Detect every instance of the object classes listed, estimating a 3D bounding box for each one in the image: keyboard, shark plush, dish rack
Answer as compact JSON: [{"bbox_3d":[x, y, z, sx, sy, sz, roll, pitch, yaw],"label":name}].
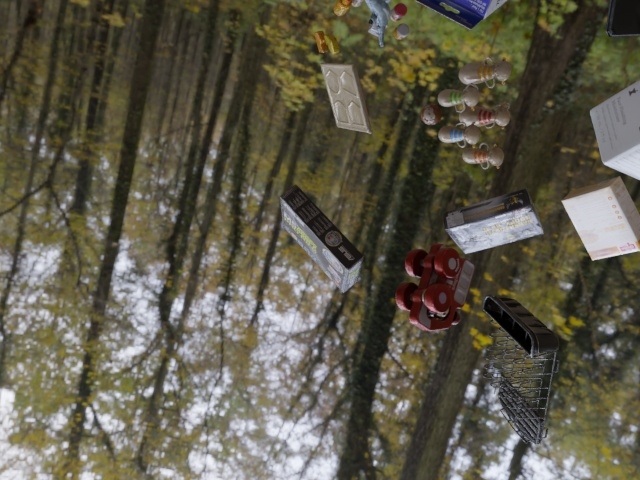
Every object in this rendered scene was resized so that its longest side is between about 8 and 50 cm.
[{"bbox_3d":[0.711,-0.592,1.346,0.202,0.316,0.033,-4,-153,-7],"label":"keyboard"},{"bbox_3d":[0.133,-0.555,1.582,0.073,0.161,0.067,31,-119,23],"label":"shark plush"},{"bbox_3d":[0.394,0.265,1.304,0.074,0.271,0.208,-2,-160,-10],"label":"dish rack"}]

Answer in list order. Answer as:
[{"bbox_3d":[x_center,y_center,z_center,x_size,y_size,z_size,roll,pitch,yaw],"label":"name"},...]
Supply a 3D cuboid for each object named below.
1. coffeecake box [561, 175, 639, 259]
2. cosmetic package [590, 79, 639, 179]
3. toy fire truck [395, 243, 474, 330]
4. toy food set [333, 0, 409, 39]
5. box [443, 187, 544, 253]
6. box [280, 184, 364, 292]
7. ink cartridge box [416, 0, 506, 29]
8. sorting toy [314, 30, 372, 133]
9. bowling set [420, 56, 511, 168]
[{"bbox_3d":[0.736,-0.054,1.662,0.068,0.185,0.142,-35,-172,-36],"label":"coffeecake box"},{"bbox_3d":[0.725,-0.250,1.406,0.152,0.151,0.184,14,149,-30],"label":"cosmetic package"},{"bbox_3d":[0.410,0.168,2.179,0.254,0.302,0.169,31,158,-33],"label":"toy fire truck"},{"bbox_3d":[0.166,-0.670,1.861,0.233,0.111,0.104,22,176,-12],"label":"toy food set"},{"bbox_3d":[0.475,-0.047,1.767,0.231,0.056,0.183,-16,149,23],"label":"box"},{"bbox_3d":[0.000,0.000,1.746,0.270,0.060,0.216,47,166,14],"label":"box"},{"bbox_3d":[0.382,-0.619,1.473,0.165,0.065,0.333,37,-114,22],"label":"ink cartridge box"},{"bbox_3d":[0.071,-0.481,1.947,0.041,0.307,0.229,-25,-154,-17],"label":"sorting toy"},{"bbox_3d":[0.370,-0.307,1.627,0.200,0.286,0.154,-18,-162,-32],"label":"bowling set"}]
